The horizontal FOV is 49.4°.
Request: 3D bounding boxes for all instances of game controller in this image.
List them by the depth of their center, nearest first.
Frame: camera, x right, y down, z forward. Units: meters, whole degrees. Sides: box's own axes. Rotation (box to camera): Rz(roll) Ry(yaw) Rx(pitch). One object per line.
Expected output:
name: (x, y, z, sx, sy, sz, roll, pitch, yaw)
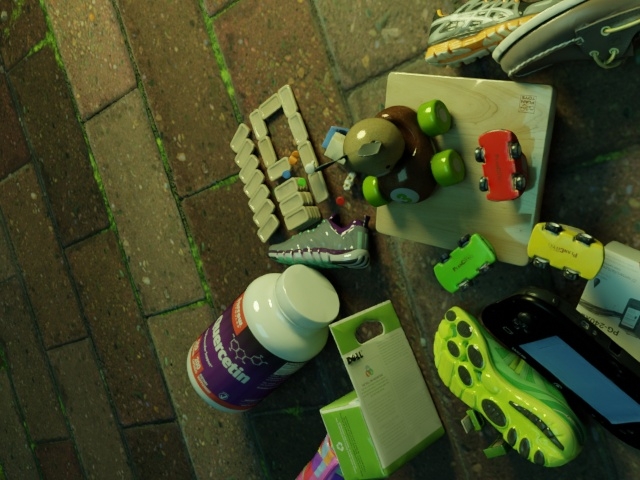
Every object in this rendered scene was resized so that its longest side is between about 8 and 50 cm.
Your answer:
game controller: (0.369, 0.183, 0.953, 0.319, 0.067, 0.166, 40, 150, 0)

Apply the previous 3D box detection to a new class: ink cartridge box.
ink cartridge box: (0.425, 0.093, 0.971, 0.109, 0.063, 0.150, 28, 116, 30)
ink cartridge box: (0.087, 0.252, 1.192, 0.097, 0.189, 0.255, -26, 83, 40)

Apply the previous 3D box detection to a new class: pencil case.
pencil case: (0.008, 0.466, 1.360, 0.104, 0.104, 0.236, 41, 121, 23)

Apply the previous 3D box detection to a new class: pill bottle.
pill bottle: (-0.109, 0.185, 1.329, 0.323, 0.182, 0.181, -45, 73, 35)

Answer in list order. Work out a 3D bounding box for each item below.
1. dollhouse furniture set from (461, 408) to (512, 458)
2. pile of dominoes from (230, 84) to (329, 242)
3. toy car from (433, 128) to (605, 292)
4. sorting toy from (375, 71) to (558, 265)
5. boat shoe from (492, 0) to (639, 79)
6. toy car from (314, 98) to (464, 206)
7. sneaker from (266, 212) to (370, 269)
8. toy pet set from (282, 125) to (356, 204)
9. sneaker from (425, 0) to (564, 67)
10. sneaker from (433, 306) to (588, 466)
dollhouse furniture set: (0.263, 0.273, 1.141, 0.076, 0.059, 0.151, -29, 83, 38)
pile of dominoes: (-0.075, -0.140, 1.336, 0.196, 0.040, 0.251, -28, 75, 39)
toy car: (0.251, -0.007, 0.975, 0.225, 0.053, 0.239, -45, 73, 36)
sorting toy: (0.224, -0.117, 1.060, 0.257, 0.089, 0.255, 15, 109, 34)
boat shoe: (0.380, -0.278, 0.876, 0.325, 0.117, 0.096, -24, 88, 26)
toy car: (0.085, -0.116, 0.988, 0.155, 0.188, 0.148, -15, 91, 39)
sneaker: (0.000, 0.000, 1.286, 0.224, 0.083, 0.098, 1, 78, 35)
toy pet set: (0.014, -0.143, 1.230, 0.122, 0.065, 0.114, 27, 120, 0)
sneaker: (0.248, -0.316, 1.005, 0.215, 0.084, 0.083, -7, 79, 33)
sneaker: (0.286, 0.224, 1.079, 0.295, 0.124, 0.109, 51, 120, 36)
